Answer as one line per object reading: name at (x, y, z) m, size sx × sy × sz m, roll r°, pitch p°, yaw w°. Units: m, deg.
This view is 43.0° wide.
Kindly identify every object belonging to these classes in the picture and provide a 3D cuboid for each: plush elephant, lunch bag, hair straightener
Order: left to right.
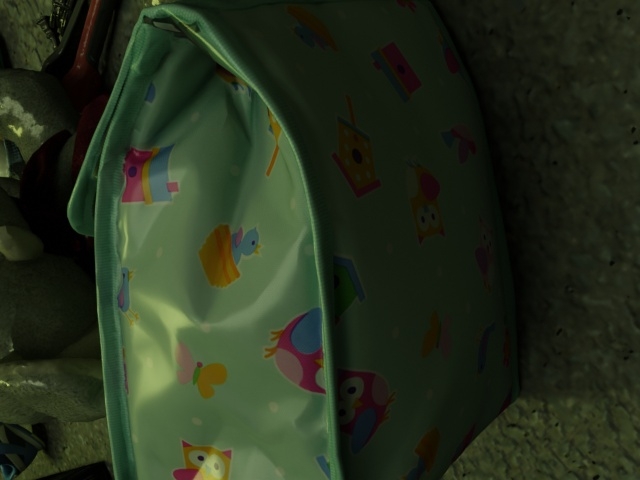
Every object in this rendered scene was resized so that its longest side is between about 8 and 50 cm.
hair straightener at (-0.218, -0.172, 0.677) m, size 0.089 × 0.047 × 0.230 m, roll 42°, pitch 129°, yaw 22°
plush elephant at (-0.172, 0.004, 0.538) m, size 0.272 × 0.255 × 0.329 m, roll -13°, pitch 102°, yaw 31°
lunch bag at (0.000, 0.000, 0.425) m, size 0.160 × 0.223 × 0.262 m, roll 4°, pitch 108°, yaw 33°

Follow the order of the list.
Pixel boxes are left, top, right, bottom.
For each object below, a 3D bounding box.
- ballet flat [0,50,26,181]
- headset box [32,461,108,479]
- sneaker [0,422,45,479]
ballet flat at (-0.325, -0.111, 0.784) m, size 0.070 × 0.070 × 0.188 m, roll -13°, pitch 97°, yaw 44°
headset box at (-0.377, 0.368, 0.879) m, size 0.283 × 0.246 × 0.131 m, roll -25°, pitch 87°, yaw 43°
sneaker at (-0.374, 0.220, 0.906) m, size 0.053 × 0.059 × 0.144 m, roll 8°, pitch 149°, yaw 44°
